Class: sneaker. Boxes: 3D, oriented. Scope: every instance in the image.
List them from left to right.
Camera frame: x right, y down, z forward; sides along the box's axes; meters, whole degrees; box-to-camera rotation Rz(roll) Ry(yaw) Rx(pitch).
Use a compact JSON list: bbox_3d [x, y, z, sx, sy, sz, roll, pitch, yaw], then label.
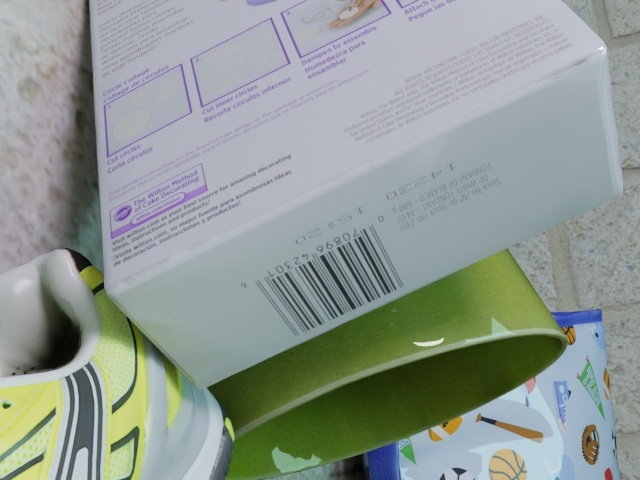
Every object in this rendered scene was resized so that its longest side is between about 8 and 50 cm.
[{"bbox_3d":[-0.145,0.142,0.289,0.384,0.145,0.147,-84,150,-64],"label":"sneaker"}]

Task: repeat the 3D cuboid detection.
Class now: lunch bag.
[{"bbox_3d":[0.188,0.257,0.970,0.385,0.239,0.327,-3,83,-48],"label":"lunch bag"}]

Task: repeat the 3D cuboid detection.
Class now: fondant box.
[{"bbox_3d":[-0.011,-0.107,0.473,0.096,0.238,0.330,59,8,-45],"label":"fondant box"}]

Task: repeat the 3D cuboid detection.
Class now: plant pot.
[{"bbox_3d":[0.000,0.000,0.618,0.275,0.275,0.293,36,30,-63],"label":"plant pot"}]
